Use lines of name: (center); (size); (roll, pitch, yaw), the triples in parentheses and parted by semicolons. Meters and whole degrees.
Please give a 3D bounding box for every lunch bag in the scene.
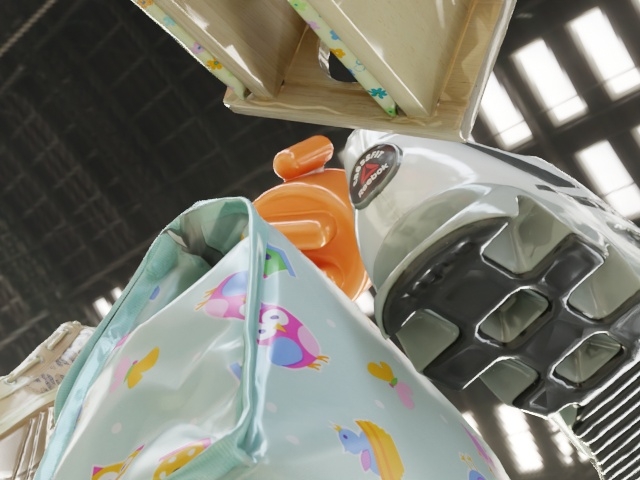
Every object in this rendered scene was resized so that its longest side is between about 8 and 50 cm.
lunch bag: (-0.007, 0.113, 0.532); (0.160, 0.262, 0.223); (-42, -69, 16)

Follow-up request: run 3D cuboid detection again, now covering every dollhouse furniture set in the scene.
dollhouse furniture set: (-0.013, -0.142, 0.313); (0.101, 0.161, 0.182); (11, -16, 33)

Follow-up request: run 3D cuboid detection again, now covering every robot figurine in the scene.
robot figurine: (0.000, -0.002, 1.042); (0.158, 0.219, 0.128); (46, -73, 3)

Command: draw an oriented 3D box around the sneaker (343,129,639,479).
sneaker: (0.138, 0.032, 0.596); (0.122, 0.330, 0.146); (-42, -142, 15)

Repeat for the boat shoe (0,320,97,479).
boat shoe: (-0.281, 0.161, 1.097); (0.089, 0.285, 0.104); (26, -68, 11)
